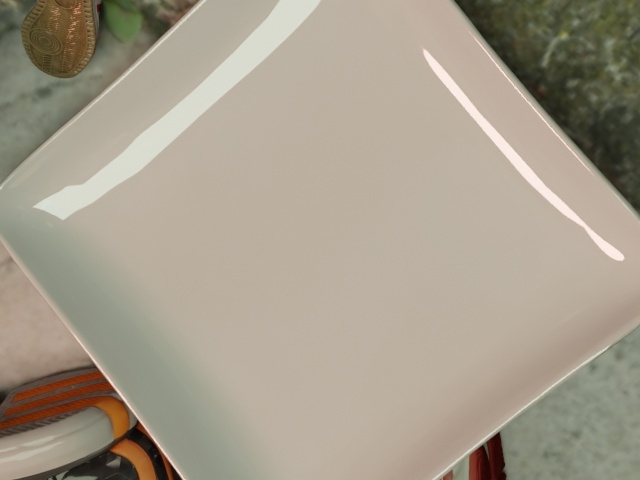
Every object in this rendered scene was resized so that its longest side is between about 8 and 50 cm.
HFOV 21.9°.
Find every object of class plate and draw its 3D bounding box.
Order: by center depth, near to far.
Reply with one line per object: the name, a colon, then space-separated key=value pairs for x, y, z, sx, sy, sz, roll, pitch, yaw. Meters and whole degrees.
plate: x=0.000 y=0.000 z=0.871 sx=0.277 sy=0.045 sz=0.278 roll=-41 pitch=80 yaw=14

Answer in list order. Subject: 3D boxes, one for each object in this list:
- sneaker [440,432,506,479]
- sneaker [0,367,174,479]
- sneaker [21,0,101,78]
sneaker: x=0.034 y=0.119 z=0.941 sx=0.128 sy=0.087 sz=0.221 roll=-3 pitch=98 yaw=17
sneaker: x=-0.233 y=0.201 z=0.969 sx=0.321 sy=0.124 sz=0.180 roll=-14 pitch=107 yaw=11
sneaker: x=-0.129 y=-0.144 z=0.880 sx=0.042 sy=0.067 sz=0.118 roll=17 pitch=141 yaw=-2
